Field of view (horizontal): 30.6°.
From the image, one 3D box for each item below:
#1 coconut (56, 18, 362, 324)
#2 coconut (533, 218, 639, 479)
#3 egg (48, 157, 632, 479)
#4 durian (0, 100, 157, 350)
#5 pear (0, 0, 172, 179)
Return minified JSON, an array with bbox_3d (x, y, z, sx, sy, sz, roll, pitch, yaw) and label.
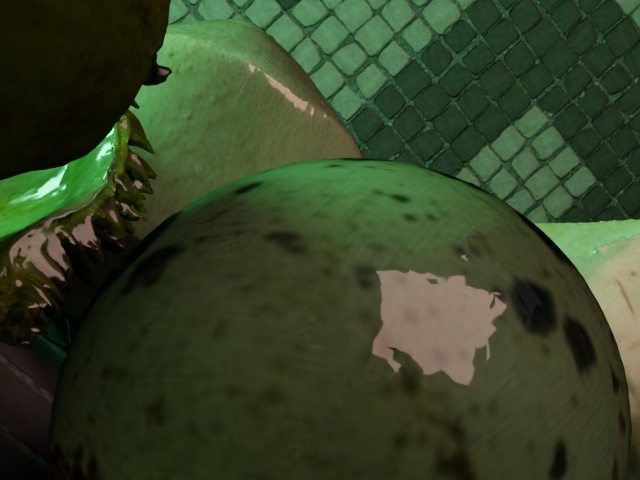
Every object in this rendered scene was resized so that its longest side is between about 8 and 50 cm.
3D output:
[{"bbox_3d":[-0.088,-0.044,0.864,0.237,0.266,0.237,14,-16,4],"label":"coconut"},{"bbox_3d":[0.199,0.149,1.066,0.415,0.415,0.345,-120,-161,-69],"label":"coconut"},{"bbox_3d":[0.013,0.096,0.617,0.287,0.287,0.379,49,13,24],"label":"egg"},{"bbox_3d":[-0.211,-0.057,0.662,0.198,0.163,0.394,37,9,-38],"label":"durian"},{"bbox_3d":[-0.213,-0.140,0.479,0.375,0.287,0.287,24,18,-38],"label":"pear"}]
